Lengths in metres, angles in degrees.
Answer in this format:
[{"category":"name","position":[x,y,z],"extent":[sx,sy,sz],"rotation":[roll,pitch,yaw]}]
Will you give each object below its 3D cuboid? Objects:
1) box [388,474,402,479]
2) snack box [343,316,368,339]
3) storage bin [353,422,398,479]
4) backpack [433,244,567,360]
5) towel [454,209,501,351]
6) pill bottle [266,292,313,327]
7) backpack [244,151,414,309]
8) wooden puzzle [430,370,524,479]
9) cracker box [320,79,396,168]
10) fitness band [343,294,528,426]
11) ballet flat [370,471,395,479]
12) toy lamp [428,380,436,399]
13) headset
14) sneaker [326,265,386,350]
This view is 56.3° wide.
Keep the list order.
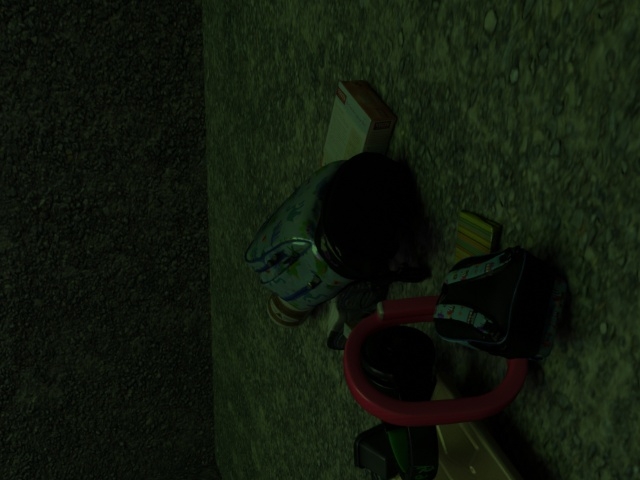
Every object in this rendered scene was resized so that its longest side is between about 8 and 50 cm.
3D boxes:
[{"category":"box","position":[0.181,0.640,1.332],"extent":[0.164,0.021,0.201],"rotation":[-39,57,26]},{"category":"snack box","position":[0.126,0.220,1.316],"extent":[0.141,0.100,0.037],"rotation":[-135,42,-54]},{"category":"storage bin","position":[0.152,0.470,1.317],"extent":[0.091,0.135,0.098],"rotation":[18,115,53]},{"category":"backpack","position":[0.259,0.098,0.905],"extent":[0.173,0.117,0.158],"rotation":[-14,54,61]},{"category":"towel","position":[0.268,0.070,1.051],"extent":[0.102,0.021,0.237],"rotation":[-135,42,-61]},{"category":"pill bottle","position":[-0.066,0.149,1.687],"extent":[0.229,0.131,0.131],"rotation":[121,135,-55]},{"category":"backpack","position":[0.000,0.000,1.254],"extent":[0.355,0.274,0.290],"rotation":[119,174,-58]},{"category":"wooden puzzle","position":[0.285,0.451,1.077],"extent":[0.322,0.081,0.347],"rotation":[-124,29,-45]},{"category":"cracker box","position":[0.077,-0.214,1.321],"extent":[0.232,0.067,0.155],"rotation":[104,147,-43]},{"category":"fitness band","position":[0.182,0.188,0.955],"extent":[0.054,0.291,0.208],"rotation":[89,175,-51]},{"category":"ballet flat","position":[0.159,0.625,1.422],"extent":[0.074,0.074,0.203],"rotation":[130,133,-60]},{"category":"toy lamp","position":[0.148,0.292,1.322],"extent":[0.275,0.080,0.080],"rotation":[15,112,63]},{"category":"headset","position":[0.159,0.231,1.098],"extent":[0.243,0.185,0.393],"rotation":[92,167,-60]},{"category":"sneaker","position":[0.069,0.132,1.417],"extent":[0.129,0.111,0.297],"rotation":[-99,23,-45]}]
